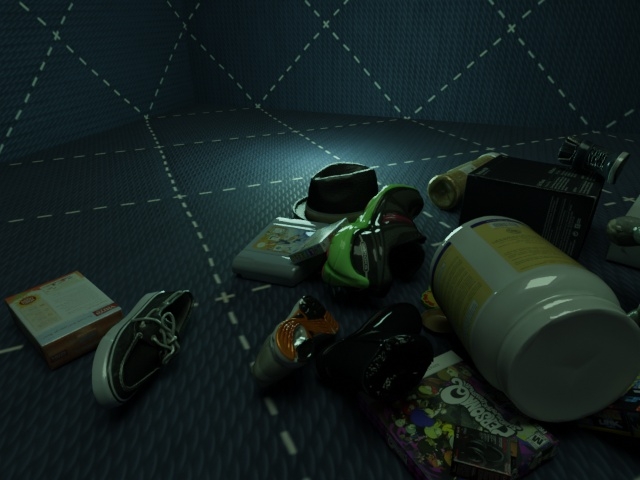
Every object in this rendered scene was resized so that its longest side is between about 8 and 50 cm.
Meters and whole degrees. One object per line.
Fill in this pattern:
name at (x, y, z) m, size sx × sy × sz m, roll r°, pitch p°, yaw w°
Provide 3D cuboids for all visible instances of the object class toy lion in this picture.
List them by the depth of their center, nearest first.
toy lion at (0.277, 0.127, 1.051) m, size 0.096 × 0.034 × 0.100 m, roll -10°, pitch 28°, yaw -1°

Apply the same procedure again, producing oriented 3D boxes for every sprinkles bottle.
sprinkles bottle at (0.523, -0.213, 1.598) m, size 0.356 × 0.121 × 0.121 m, roll -25°, pitch 36°, yaw -37°

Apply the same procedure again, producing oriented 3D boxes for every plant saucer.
plant saucer at (0.256, 0.175, 0.970) m, size 0.084 × 0.015 × 0.083 m, roll 0°, pitch 27°, yaw 0°

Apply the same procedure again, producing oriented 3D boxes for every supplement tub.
supplement tub at (0.350, 0.118, 0.798) m, size 0.241 × 0.240 × 0.331 m, roll -3°, pitch 24°, yaw -4°

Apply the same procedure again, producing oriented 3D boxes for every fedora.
fedora at (0.072, -0.164, 1.480) m, size 0.335 × 0.152 × 0.334 m, roll -1°, pitch 27°, yaw 0°

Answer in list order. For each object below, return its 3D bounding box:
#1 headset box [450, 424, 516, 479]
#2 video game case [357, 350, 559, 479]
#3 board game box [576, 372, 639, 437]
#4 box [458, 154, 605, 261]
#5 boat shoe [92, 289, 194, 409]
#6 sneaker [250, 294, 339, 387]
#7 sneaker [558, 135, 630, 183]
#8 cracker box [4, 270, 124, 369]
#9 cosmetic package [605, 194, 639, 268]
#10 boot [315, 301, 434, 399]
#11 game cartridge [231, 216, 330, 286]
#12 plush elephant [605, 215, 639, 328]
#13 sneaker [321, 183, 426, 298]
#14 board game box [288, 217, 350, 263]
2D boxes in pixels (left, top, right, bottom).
headset box at (0.225, 0.298, 0.628) m, size 0.084 × 0.032 × 0.062 m, roll 7°, pitch 31°, yaw 19°
video game case at (0.207, 0.289, 0.724) m, size 0.210 × 0.041 × 0.232 m, roll -16°, pitch 31°, yaw -23°
board game box at (0.511, 0.246, 0.720) m, size 0.170 × 0.048 × 0.141 m, roll -18°, pitch -1°, yaw -30°
box at (0.610, -0.111, 1.307) m, size 0.313 × 0.178 × 0.343 m, roll 19°, pitch 27°, yaw 30°
boat shoe at (-0.314, 0.187, 0.860) m, size 0.105 × 0.113 × 0.306 m, roll -13°, pitch 17°, yaw 8°
sneaker at (-0.055, 0.190, 0.871) m, size 0.099 × 0.121 × 0.262 m, roll 49°, pitch 20°, yaw 8°
sneaker at (0.725, -0.220, 1.222) m, size 0.164 × 0.086 × 0.226 m, roll 28°, pitch 21°, yaw 23°
cracker box at (-0.541, 0.159, 0.968) m, size 0.232 × 0.067 × 0.156 m, roll 22°, pitch 36°, yaw 39°
cosmetic package at (0.979, -0.012, 1.223) m, size 0.285 × 0.097 × 0.377 m, roll 24°, pitch 36°, yaw 36°
boot at (0.131, 0.183, 0.783) m, size 0.247 × 0.094 × 0.207 m, roll -23°, pitch 3°, yaw -26°
game cartridge at (-0.084, 0.020, 1.241) m, size 0.198 × 0.062 × 0.297 m, roll 4°, pitch 28°, yaw 19°
plush elephant at (0.705, 0.110, 0.876) m, size 0.255 × 0.272 × 0.330 m, roll -47°, pitch 4°, yaw -8°
sneaker at (0.177, 0.006, 1.176) m, size 0.202 × 0.185 × 0.483 m, roll 28°, pitch 39°, yaw 14°
board game box at (0.000, 0.000, 1.139) m, size 0.104 × 0.026 × 0.154 m, roll -22°, pitch 13°, yaw 36°
